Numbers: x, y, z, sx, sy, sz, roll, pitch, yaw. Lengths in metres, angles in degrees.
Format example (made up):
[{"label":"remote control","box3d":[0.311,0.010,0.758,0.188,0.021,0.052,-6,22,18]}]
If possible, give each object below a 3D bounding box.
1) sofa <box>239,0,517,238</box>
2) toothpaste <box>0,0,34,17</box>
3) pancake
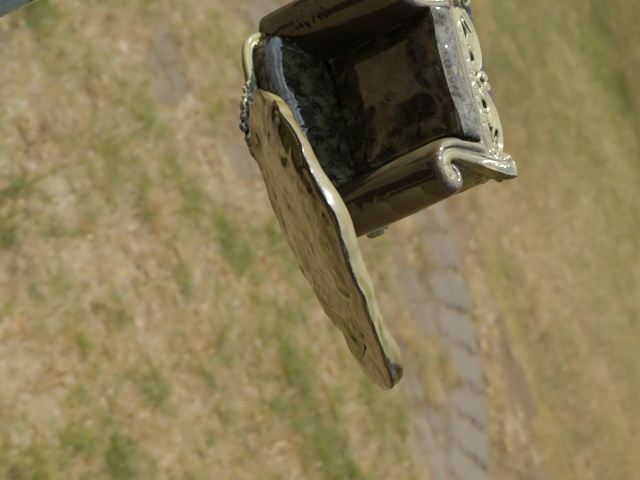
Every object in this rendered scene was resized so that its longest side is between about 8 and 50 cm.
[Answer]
[{"label":"sofa","box3d":[0.050,-0.138,1.656,0.182,0.200,0.258,7,66,-52]},{"label":"toothpaste","box3d":[-0.319,-0.163,1.294,0.062,0.239,0.039,43,-25,49]},{"label":"pancake","box3d":[0.000,0.000,1.146,0.212,0.029,0.235,82,-18,-63]}]
